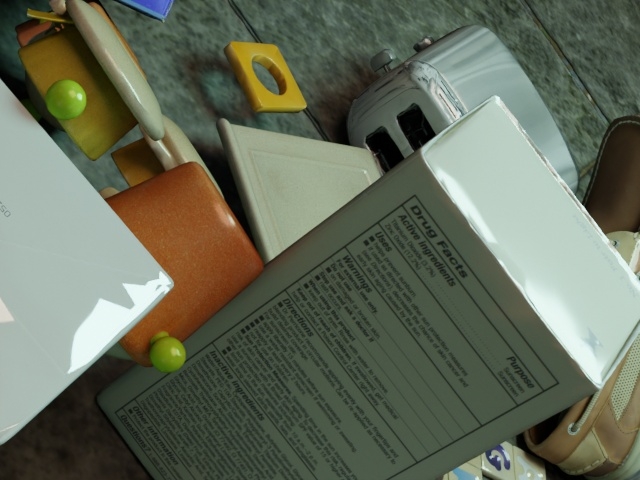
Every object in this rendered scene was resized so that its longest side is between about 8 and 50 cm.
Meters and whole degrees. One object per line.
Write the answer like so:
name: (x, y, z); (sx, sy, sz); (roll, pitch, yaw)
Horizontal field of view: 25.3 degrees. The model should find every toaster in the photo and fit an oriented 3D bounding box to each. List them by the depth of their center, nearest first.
toaster: (0.125, -0.073, 1.250); (0.146, 0.129, 0.227); (-27, 86, -50)

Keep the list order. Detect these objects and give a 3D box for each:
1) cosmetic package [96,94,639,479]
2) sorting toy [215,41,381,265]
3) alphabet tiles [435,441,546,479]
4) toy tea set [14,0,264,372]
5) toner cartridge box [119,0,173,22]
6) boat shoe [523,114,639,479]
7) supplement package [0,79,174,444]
cosmetic package: (0.023, 0.069, 0.859); (0.160, 0.309, 0.113); (54, 36, -2)
sorting toy: (0.000, 0.000, 1.117); (0.196, 0.047, 0.348); (10, 53, -48)
alphabet tiles: (0.113, 0.237, 1.081); (0.198, 0.009, 0.237); (29, 42, -31)
toy tea set: (-0.144, -0.045, 0.861); (0.200, 0.124, 0.336); (58, -2, -17)
toner cartridge box: (-0.257, -0.251, 0.907); (0.348, 0.075, 0.165); (23, 4, -27)
boat shoe: (0.244, 0.043, 1.215); (0.116, 0.123, 0.324); (15, 78, -29)
supplement package: (-0.225, 0.027, 0.701); (0.194, 0.203, 0.149); (50, 39, -4)
